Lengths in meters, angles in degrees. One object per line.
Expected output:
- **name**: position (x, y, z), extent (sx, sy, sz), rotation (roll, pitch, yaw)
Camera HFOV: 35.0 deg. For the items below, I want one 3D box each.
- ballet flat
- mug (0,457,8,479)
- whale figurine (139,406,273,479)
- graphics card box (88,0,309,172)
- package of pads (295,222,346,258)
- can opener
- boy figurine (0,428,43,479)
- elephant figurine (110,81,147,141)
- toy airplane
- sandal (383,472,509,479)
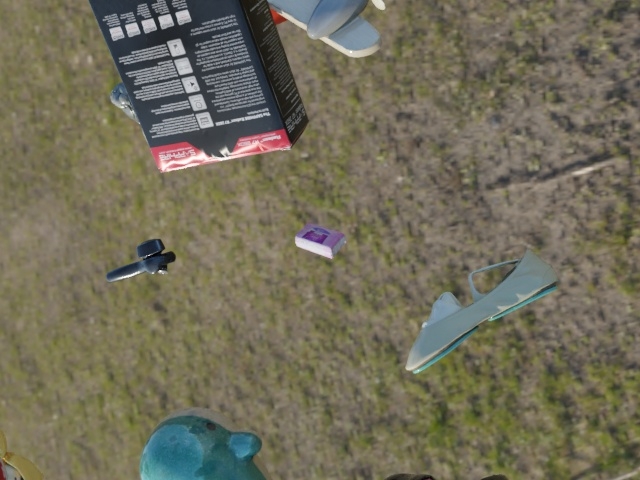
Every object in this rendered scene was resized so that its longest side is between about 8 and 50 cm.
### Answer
- **ballet flat**: position (0.211, 0.091, 1.413), extent (0.086, 0.248, 0.086), rotation (59, 175, 9)
- **mug**: position (-0.607, 0.426, 1.661), extent (0.113, 0.169, 0.150), rotation (62, -167, -69)
- **whale figurine**: position (-0.155, 0.383, 1.568), extent (0.272, 0.141, 0.216), rotation (35, 118, -2)
- **graphics card box**: position (-0.184, -0.293, 1.431), extent (0.233, 0.094, 0.370), rotation (-8, 118, 26)
- **package of pads**: position (0.000, 0.000, 1.886), extent (0.083, 0.050, 0.032), rotation (19, 136, 29)
- **can opener**: position (-0.368, 0.051, 2.080), extent (0.186, 0.059, 0.073), rotation (-24, 78, 39)
- **boy figurine**: position (-0.661, 0.408, 1.896), extent (0.177, 0.285, 0.092), rotation (-59, 8, 9)
- **elephant figurine**: position (-0.292, -0.233, 2.007), extent (0.169, 0.186, 0.239), rotation (-42, 83, 19)
- **toy airplane**: position (-0.073, -0.486, 1.812), extent (0.272, 0.386, 0.384), rotation (99, 177, -50)
- **sandal**: position (0.065, 0.365, 1.258), extent (0.107, 0.446, 0.167), rotation (55, 142, 26)
